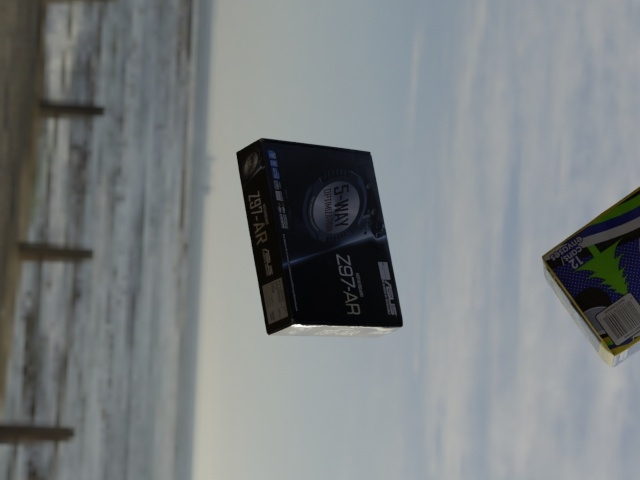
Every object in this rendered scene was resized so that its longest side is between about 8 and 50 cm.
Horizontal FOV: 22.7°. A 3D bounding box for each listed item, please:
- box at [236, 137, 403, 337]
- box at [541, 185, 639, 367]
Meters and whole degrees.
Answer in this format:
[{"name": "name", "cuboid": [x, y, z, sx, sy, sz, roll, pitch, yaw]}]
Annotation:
[{"name": "box", "cuboid": [0.000, 0.000, 0.690, 0.018, 0.067, 0.083, -25, -112, 44]}, {"name": "box", "cuboid": [0.177, -0.016, 0.676, 0.054, 0.169, 0.059, 56, 2, 13]}]
